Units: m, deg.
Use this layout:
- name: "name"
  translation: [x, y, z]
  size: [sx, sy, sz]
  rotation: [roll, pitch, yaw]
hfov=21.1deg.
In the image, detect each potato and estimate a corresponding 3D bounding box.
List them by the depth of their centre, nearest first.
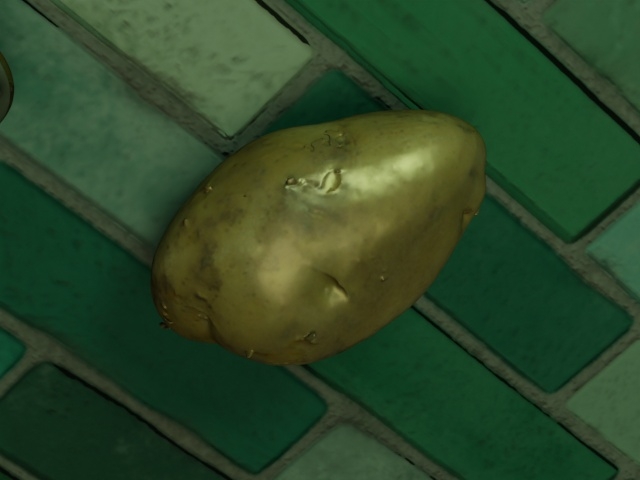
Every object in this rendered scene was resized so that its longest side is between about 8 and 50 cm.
- name: "potato"
  translation: [0.002, 0.004, 1.137]
  size: [0.234, 0.128, 0.161]
  rotation: [-14, 126, -6]

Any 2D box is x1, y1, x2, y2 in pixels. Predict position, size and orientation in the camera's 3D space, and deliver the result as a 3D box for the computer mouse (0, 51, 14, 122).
- name: "computer mouse"
  translation: [-0.330, -0.051, 1.086]
  size: [0.310, 0.072, 0.158]
  rotation: [-41, 116, 20]
